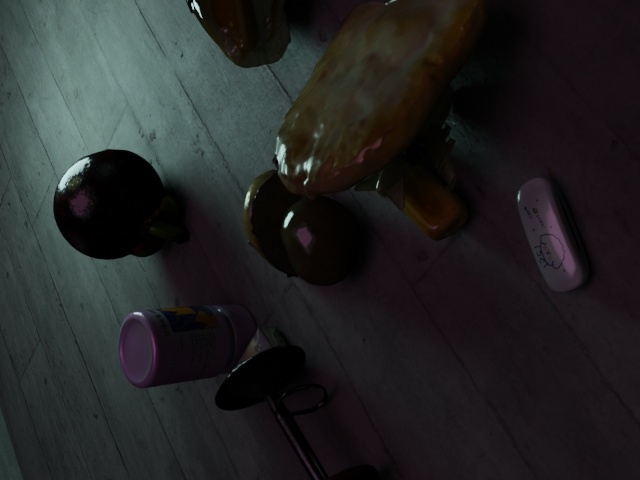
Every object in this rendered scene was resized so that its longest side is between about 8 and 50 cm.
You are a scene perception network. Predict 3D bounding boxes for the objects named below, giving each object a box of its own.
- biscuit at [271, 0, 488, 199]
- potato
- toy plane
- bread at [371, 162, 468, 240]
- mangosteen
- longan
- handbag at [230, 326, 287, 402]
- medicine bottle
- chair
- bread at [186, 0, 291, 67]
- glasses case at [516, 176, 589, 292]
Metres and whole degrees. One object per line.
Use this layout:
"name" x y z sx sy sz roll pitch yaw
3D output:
"biscuit" 0.090 -0.262 1.508 0.429 0.104 0.446 7 64 55
"potato" -0.120 -0.039 1.895 0.098 0.138 0.243 2 91 53
"toy plane" 0.167 -0.180 1.538 0.242 0.104 0.256 26 89 39
"bread" 0.180 -0.097 1.593 0.092 0.074 0.239 -47 54 10
"mangosteen" -0.537 -0.075 2.259 0.359 0.306 0.306 42 124 15
"longan" 0.000 0.000 1.743 0.167 0.167 0.187 2 94 49
"handbag" -0.136 0.294 1.966 0.173 0.095 0.117 -56 47 24
"medicine bottle" -0.310 0.243 2.003 0.178 0.291 0.178 4 95 49
"chair" -0.036 0.439 1.756 0.401 0.227 0.226 56 130 30
"bread" -0.207 -0.579 1.865 0.341 0.210 0.300 -115 20 -46
"glasses case" 0.379 -0.010 1.390 0.076 0.049 0.197 -32 68 44
